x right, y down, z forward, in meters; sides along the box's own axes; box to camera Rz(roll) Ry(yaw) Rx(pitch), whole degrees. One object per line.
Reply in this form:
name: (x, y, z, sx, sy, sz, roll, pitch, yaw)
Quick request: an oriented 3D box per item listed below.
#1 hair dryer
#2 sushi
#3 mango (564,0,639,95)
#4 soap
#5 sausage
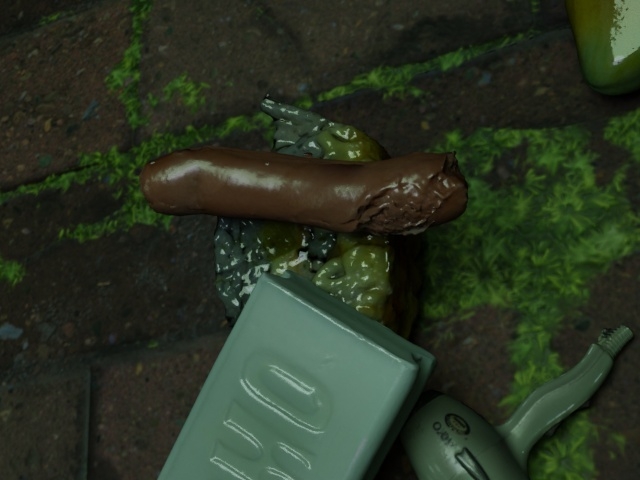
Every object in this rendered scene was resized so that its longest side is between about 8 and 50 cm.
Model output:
hair dryer: (0.199, 0.204, 0.879, 0.224, 0.088, 0.219, -20, 68, 1)
sushi: (0.000, 0.000, 1.013, 0.184, 0.139, 0.274, -10, 62, 20)
mango: (0.294, -0.232, 0.989, 0.130, 0.092, 0.195, 11, 79, 29)
soap: (-0.034, 0.178, 0.886, 0.159, 0.087, 0.265, 30, 101, 16)
sausage: (-0.017, -0.046, 0.917, 0.304, 0.078, 0.078, 4, 71, 21)
